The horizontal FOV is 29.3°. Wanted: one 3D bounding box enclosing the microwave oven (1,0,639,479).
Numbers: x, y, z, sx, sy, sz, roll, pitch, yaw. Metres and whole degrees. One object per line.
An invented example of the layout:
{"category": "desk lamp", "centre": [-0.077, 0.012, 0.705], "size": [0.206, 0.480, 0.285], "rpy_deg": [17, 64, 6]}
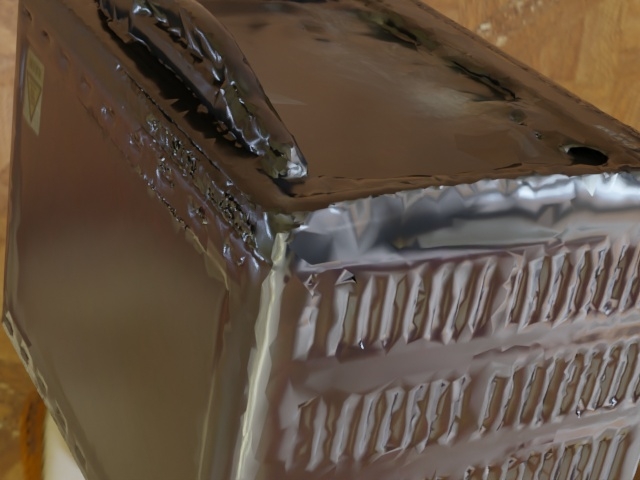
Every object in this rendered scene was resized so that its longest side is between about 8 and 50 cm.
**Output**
{"category": "microwave oven", "centre": [-0.002, 0.001, 0.456], "size": [0.178, 0.247, 0.188], "rpy_deg": [-3, 118, -30]}
